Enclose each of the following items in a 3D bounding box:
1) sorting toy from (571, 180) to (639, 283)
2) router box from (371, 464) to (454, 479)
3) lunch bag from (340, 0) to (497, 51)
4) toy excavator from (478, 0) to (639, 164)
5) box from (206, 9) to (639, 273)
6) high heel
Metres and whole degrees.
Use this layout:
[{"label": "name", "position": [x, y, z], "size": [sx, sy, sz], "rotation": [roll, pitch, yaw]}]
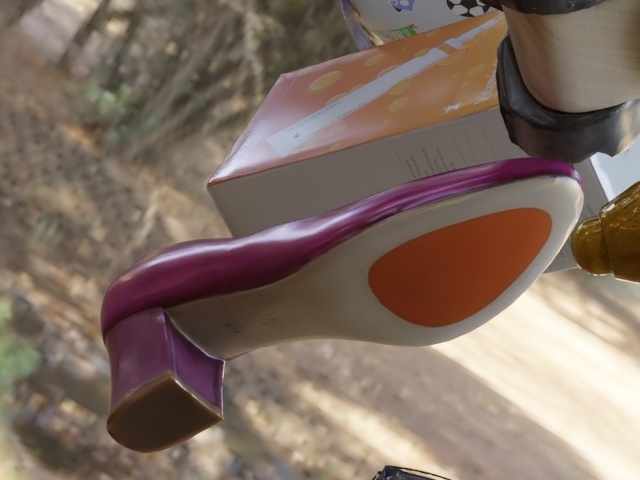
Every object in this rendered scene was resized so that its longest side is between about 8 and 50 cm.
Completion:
[{"label": "sorting toy", "position": [0.210, 0.080, 0.804], "size": [0.127, 0.126, 0.365], "rotation": [-89, 162, -49]}, {"label": "router box", "position": [0.023, 0.168, 0.671], "size": [0.038, 0.092, 0.122], "rotation": [16, 50, -12]}, {"label": "lunch bag", "position": [0.202, -0.290, 1.807], "size": [0.327, 0.239, 0.385], "rotation": [14, -1, 11]}, {"label": "toy excavator", "position": [0.295, -0.305, 1.099], "size": [0.222, 0.445, 0.433], "rotation": [69, 9, -56]}, {"label": "box", "position": [0.109, -0.075, 1.472], "size": [0.168, 0.345, 0.215], "rotation": [62, 32, -24]}, {"label": "high heel", "position": [0.000, 0.000, 1.141], "size": [0.127, 0.377, 0.181], "rotation": [53, 21, -37]}]
